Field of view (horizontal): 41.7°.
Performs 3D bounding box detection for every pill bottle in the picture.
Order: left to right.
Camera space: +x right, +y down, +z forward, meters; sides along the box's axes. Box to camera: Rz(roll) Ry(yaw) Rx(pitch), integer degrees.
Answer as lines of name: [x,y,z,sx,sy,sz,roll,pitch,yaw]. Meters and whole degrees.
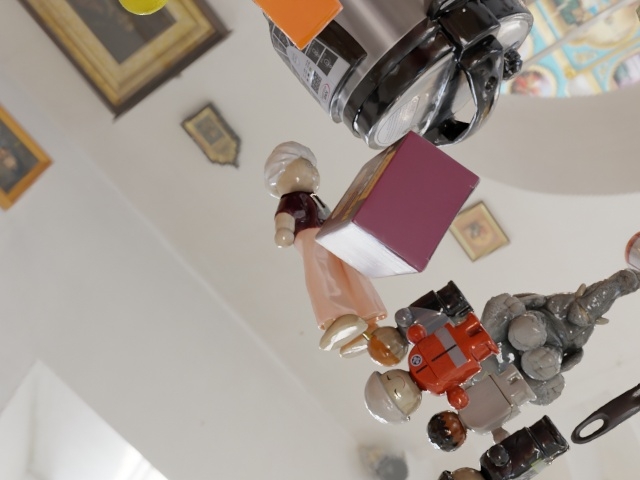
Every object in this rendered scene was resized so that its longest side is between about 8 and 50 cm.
pill bottle: [0.753,0.049,1.826,0.121,0.121,0.221,-36,-171,7]

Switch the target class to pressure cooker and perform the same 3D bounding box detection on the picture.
pressure cooker: [0.145,-0.357,1.405,0.375,0.420,0.370,-42,168,30]

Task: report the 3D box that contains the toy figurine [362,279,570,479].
toy figurine: [0.143,0.169,0.914,0.148,0.213,0.209,-36,-167,7]

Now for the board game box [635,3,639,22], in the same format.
board game box: [0.535,-0.380,1.274,0.136,0.030,0.259,-59,179,29]

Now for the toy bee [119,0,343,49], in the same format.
toy bee: [-0.095,-0.285,0.647,0.195,0.298,0.162,-30,-129,-8]

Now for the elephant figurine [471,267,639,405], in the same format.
elephant figurine: [0.330,0.132,1.217,0.186,0.169,0.239,17,-151,39]

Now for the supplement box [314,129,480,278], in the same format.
supplement box: [0.067,-0.028,0.820,0.104,0.081,0.188,-56,-174,-10]

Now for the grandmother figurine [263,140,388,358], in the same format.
grandmother figurine: [0.000,0.000,1.230,0.104,0.208,0.342,-27,-118,10]

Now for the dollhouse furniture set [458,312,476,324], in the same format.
dollhouse furniture set: [0.313,0.179,1.551,0.144,0.151,0.123,-57,163,-20]

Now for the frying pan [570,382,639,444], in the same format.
frying pan: [0.476,0.162,1.022,0.197,0.053,0.326,33,-84,29]
